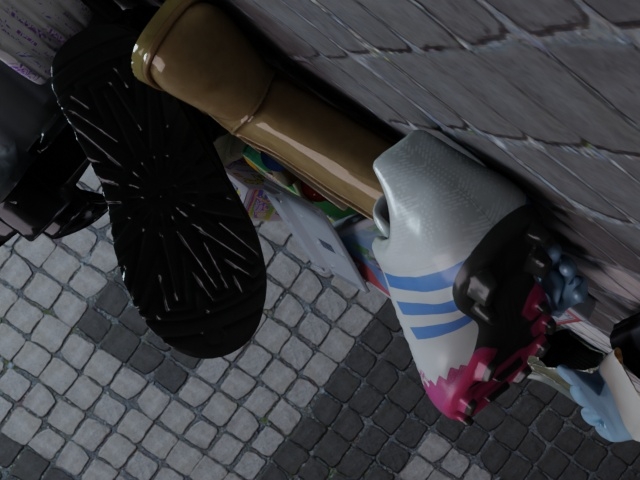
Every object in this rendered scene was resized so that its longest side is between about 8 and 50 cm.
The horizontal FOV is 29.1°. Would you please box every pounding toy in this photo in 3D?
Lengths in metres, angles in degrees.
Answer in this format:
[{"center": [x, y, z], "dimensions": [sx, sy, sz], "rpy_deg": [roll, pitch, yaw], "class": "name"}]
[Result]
[{"center": [-0.011, -0.078, 1.231], "dimensions": [0.130, 0.100, 0.141], "rpy_deg": [36, 180, -11], "class": "pounding toy"}]

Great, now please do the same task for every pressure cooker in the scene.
[{"center": [-0.407, -0.189, 1.502], "dimensions": [0.420, 0.370, 0.375], "rpy_deg": [39, 155, -21], "class": "pressure cooker"}]

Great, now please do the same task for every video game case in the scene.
[{"center": [0.127, 0.030, 1.273], "dimensions": [0.204, 0.025, 0.285], "rpy_deg": [36, 161, -12], "class": "video game case"}]

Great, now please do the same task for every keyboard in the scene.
[{"center": [0.000, 0.000, 1.311], "dimensions": [0.072, 0.014, 0.256], "rpy_deg": [23, 167, 20], "class": "keyboard"}]

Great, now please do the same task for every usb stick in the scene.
[{"center": [0.266, 0.084, 0.946], "dimensions": [0.077, 0.045, 0.278], "rpy_deg": [44, -179, 10], "class": "usb stick"}]

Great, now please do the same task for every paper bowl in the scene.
[{"center": [-0.338, -0.288, 1.168], "dimensions": [0.284, 0.148, 0.284], "rpy_deg": [36, 180, 0], "class": "paper bowl"}]

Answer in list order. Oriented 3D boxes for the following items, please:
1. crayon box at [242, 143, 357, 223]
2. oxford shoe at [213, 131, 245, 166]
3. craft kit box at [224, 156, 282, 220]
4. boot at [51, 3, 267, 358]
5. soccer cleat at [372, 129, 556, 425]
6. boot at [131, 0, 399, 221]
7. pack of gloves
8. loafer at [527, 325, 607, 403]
[{"center": [0.042, -0.048, 1.463], "dimensions": [0.278, 0.081, 0.165], "rpy_deg": [36, 179, 0], "class": "crayon box"}, {"center": [-0.155, -0.148, 1.583], "dimensions": [0.140, 0.146, 0.397], "rpy_deg": [33, 180, 8], "class": "oxford shoe"}, {"center": [-0.096, -0.103, 1.801], "dimensions": [0.250, 0.061, 0.246], "rpy_deg": [-1, -149, -47], "class": "craft kit box"}, {"center": [-0.140, -0.073, 1.251], "dimensions": [0.260, 0.131, 0.348], "rpy_deg": [-79, -29, -79], "class": "boot"}, {"center": [0.106, 0.030, 0.970], "dimensions": [0.143, 0.116, 0.331], "rpy_deg": [45, 163, 25], "class": "soccer cleat"}, {"center": [-0.005, -0.093, 1.027], "dimensions": [0.269, 0.089, 0.236], "rpy_deg": [34, -176, 12], "class": "boot"}, {"center": [0.222, 0.073, 1.025], "dimensions": [0.195, 0.046, 0.232], "rpy_deg": [61, 174, 7], "class": "pack of gloves"}, {"center": [0.317, 0.147, 1.720], "dimensions": [0.251, 0.094, 0.087], "rpy_deg": [24, 147, 40], "class": "loafer"}]
